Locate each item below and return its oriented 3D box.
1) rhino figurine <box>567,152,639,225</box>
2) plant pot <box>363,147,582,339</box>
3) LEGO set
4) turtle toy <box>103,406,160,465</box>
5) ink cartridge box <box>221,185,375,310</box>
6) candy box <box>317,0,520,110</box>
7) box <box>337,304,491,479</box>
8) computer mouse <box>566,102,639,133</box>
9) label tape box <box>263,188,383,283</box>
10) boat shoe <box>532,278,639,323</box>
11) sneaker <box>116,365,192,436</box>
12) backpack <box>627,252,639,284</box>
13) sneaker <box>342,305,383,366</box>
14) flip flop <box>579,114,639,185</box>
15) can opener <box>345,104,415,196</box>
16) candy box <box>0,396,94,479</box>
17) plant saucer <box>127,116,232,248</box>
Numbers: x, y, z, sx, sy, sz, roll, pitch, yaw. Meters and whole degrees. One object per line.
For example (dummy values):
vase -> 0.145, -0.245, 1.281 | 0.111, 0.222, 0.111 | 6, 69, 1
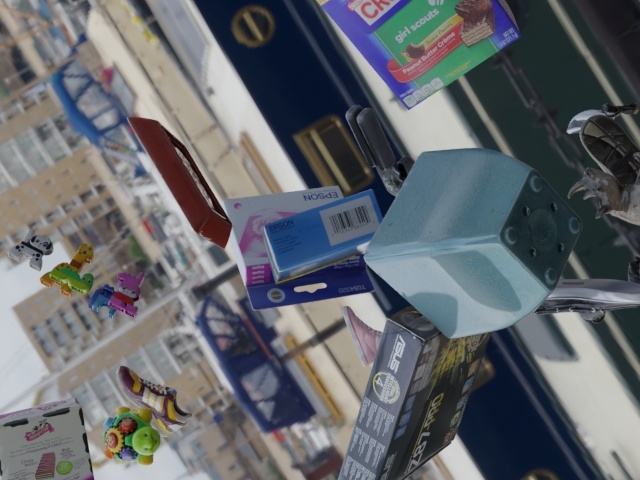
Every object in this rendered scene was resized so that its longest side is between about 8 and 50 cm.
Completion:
rhino figurine -> 0.484, -0.076, 1.305 | 0.073, 0.243, 0.106 | -26, -70, -77
plant pot -> 0.277, -0.002, 1.486 | 0.247, 0.248, 0.252 | 42, 153, -24
LEGO set -> -0.387, 0.048, 1.487 | 0.227, 0.093, 0.087 | 26, 153, 0
turtle toy -> -0.304, 0.318, 1.448 | 0.066, 0.130, 0.095 | 4, -98, -56
ink cartridge box -> -0.056, 0.009, 2.269 | 0.071, 0.324, 0.330 | 102, 153, -45
candy box -> 0.183, -0.449, 1.703 | 0.317, 0.268, 0.122 | 45, -155, -31
box -> 0.198, 0.284, 1.755 | 0.097, 0.318, 0.395 | 31, 120, 31
computer mouse -> 0.644, -0.290, 2.095 | 0.193, 0.106, 0.042 | -17, 85, 64
label tape box -> 0.000, 0.000, 2.043 | 0.348, 0.249, 0.115 | 126, 125, -82
boat shoe -> 0.497, 0.118, 1.682 | 0.080, 0.228, 0.076 | -30, -64, -59
sneaker -> -0.350, 0.323, 1.898 | 0.185, 0.083, 0.069 | 53, -172, -16
backpack -> 0.837, 0.104, 2.132 | 0.181, 0.115, 0.152 | -4, 148, 34
sneaker -> 0.097, 0.192, 1.888 | 0.051, 0.070, 0.134 | 54, -166, -76
flip flop -> 0.671, -0.160, 1.998 | 0.277, 0.112, 0.080 | 52, -169, -4
can opener -> 0.153, -0.211, 2.098 | 0.076, 0.095, 0.283 | 24, 153, 45
candy box -> -0.496, 0.418, 1.626 | 0.071, 0.159, 0.234 | -165, 67, -66
plant saucer -> -0.259, -0.115, 1.750 | 0.259, 0.047, 0.259 | 58, -179, 9
